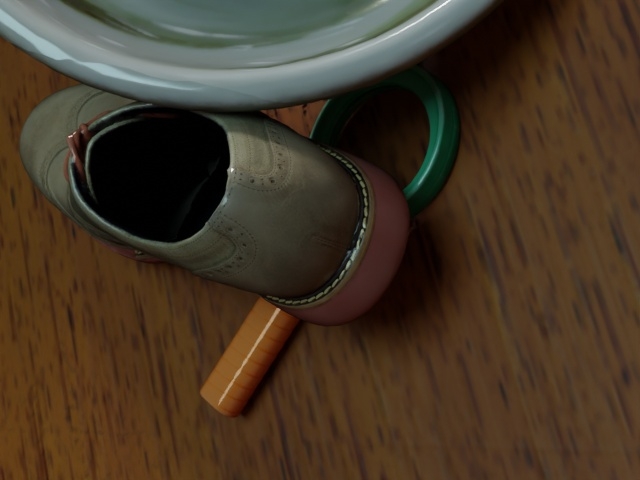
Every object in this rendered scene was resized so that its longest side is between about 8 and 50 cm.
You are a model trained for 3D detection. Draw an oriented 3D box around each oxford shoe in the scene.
[{"bbox_3d":[-0.100,-0.052,0.849,0.348,0.130,0.123,16,84,49],"label":"oxford shoe"}]

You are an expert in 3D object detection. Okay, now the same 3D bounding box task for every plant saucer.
[{"bbox_3d":[-0.042,-0.250,0.842,0.400,0.100,0.401,-1,75,4],"label":"plant saucer"}]

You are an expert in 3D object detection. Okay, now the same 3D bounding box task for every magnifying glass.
[{"bbox_3d":[0.000,0.000,0.842,0.092,0.026,0.231,38,100,38],"label":"magnifying glass"}]
